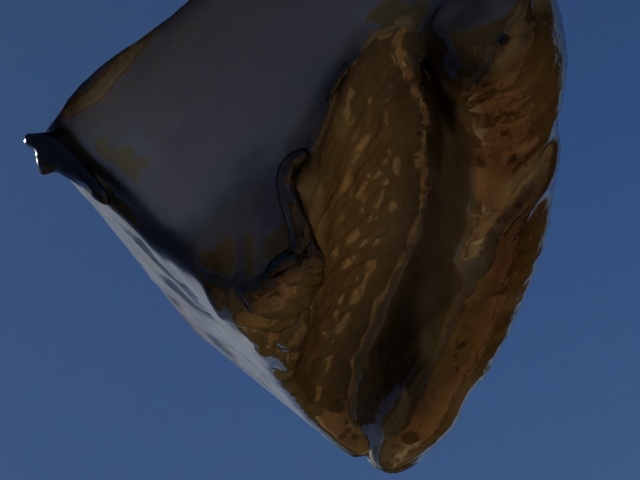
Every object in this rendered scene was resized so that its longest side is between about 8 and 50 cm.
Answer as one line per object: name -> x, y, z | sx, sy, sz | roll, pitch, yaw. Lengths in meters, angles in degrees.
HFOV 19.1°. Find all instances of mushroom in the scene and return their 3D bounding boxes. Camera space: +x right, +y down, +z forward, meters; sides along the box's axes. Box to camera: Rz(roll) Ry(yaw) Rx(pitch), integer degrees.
mushroom -> 0.034, -0.020, 1.308 | 0.313, 0.224, 0.397 | -45, -33, -11
